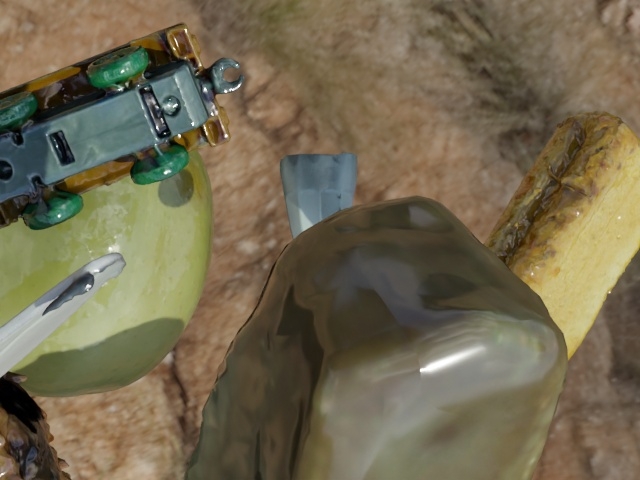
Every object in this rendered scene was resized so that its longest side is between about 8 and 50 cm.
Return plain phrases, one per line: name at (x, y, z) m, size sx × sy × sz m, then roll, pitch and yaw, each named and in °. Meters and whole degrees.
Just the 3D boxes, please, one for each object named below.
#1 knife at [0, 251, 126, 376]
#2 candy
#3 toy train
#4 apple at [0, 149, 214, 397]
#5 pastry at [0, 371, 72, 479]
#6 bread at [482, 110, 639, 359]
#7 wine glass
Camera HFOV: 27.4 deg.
knife at (-0.202, 0.107, 0.499) m, size 0.336 × 0.081 × 0.043 m, roll -33°, pitch 84°, yaw 4°
candy at (0.008, 0.101, 0.512) m, size 0.102 × 0.234 × 0.104 m, roll -1°, pitch 33°, yaw -28°
toy train at (-0.162, -0.084, 0.929) m, size 0.227 × 0.136 × 0.091 m, roll -21°, pitch 108°, yaw 3°
apple at (-0.289, -0.005, 1.514) m, size 0.357 × 0.357 × 0.357 m, roll 8°, pitch 71°, yaw -23°
pastry at (-0.383, 0.228, 1.153) m, size 0.337 × 0.405 × 0.293 m, roll -24°, pitch 91°, yaw -35°
bread at (0.180, 0.007, 1.008) m, size 0.211 × 0.083 × 0.114 m, roll -55°, pitch 133°, yaw -18°
wine glass at (0.000, 0.000, 1.195) m, size 0.073 × 0.073 × 0.155 m, roll -1°, pitch 88°, yaw -25°
